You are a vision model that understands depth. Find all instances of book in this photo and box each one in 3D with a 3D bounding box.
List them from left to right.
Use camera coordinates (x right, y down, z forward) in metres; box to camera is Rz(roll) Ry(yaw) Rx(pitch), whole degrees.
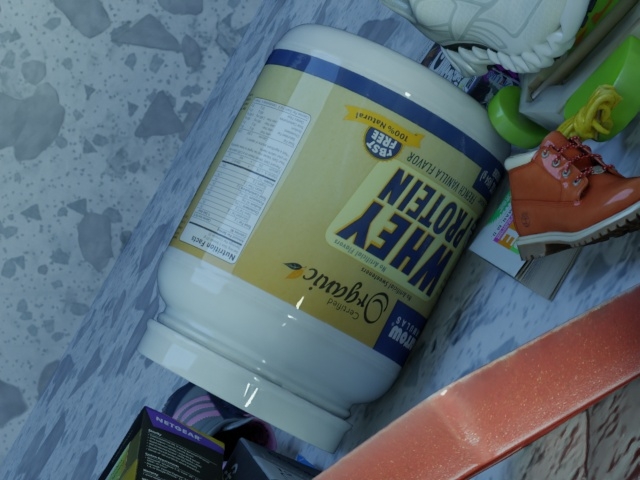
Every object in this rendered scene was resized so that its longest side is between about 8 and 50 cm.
[{"bbox_3d":[0.169,-0.014,1.337,0.096,0.035,0.144,-57,13,2],"label":"book"}]

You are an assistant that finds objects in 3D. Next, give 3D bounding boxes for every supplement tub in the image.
[{"bbox_3d":[0.000,0.000,1.482,0.316,0.228,0.228,-62,14,-4],"label":"supplement tub"}]

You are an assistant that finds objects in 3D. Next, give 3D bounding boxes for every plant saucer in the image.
[{"bbox_3d":[0.104,0.110,1.053,0.259,0.048,0.258,-24,-12,-38],"label":"plant saucer"}]

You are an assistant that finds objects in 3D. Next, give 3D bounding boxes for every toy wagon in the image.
[{"bbox_3d":[0.232,-0.180,1.354,0.267,0.068,0.344,-49,19,41],"label":"toy wagon"}]

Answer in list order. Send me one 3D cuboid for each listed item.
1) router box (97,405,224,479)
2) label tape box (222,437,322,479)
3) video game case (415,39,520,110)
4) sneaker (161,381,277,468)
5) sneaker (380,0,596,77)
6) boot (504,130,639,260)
[{"bbox_3d":[-0.184,0.319,1.361,0.309,0.081,0.243,-57,15,21],"label":"router box"},{"bbox_3d":[-0.072,0.301,1.395,0.249,0.115,0.347,-61,16,0],"label":"label tape box"},{"bbox_3d":[0.117,-0.130,1.704,0.210,0.042,0.232,-55,16,27],"label":"video game case"},{"bbox_3d":[-0.089,0.204,1.679,0.131,0.112,0.319,-36,15,16],"label":"sneaker"},{"bbox_3d":[0.132,-0.198,1.363,0.110,0.118,0.292,-62,16,-11],"label":"sneaker"},{"bbox_3d":[0.180,-0.038,1.189,0.158,0.059,0.084,-14,88,58],"label":"boot"}]
